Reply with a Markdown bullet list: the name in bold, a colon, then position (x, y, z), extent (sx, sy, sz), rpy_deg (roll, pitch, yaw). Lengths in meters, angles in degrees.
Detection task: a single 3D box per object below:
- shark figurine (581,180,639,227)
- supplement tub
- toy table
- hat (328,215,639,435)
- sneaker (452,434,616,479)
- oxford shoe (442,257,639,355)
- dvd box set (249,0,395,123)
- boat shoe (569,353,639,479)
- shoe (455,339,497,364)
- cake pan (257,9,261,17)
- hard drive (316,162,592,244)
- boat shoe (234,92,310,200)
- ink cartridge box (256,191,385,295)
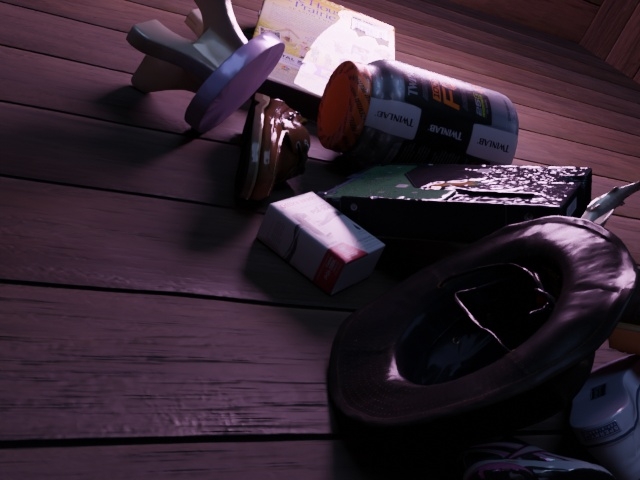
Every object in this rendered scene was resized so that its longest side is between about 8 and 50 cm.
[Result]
- **shark figurine**: position (0.498, -0.017, 1.311), extent (0.116, 0.278, 0.166), rpy_deg (55, -15, -21)
- **supplement tub**: position (0.167, -0.199, 1.298), extent (0.316, 0.193, 0.193), rpy_deg (10, 31, -24)
- **toy table**: position (-0.178, -0.294, 1.173), extent (0.161, 0.252, 0.274), rpy_deg (41, 17, -2)
- **hat**: position (0.176, 0.117, 0.773), extent (0.133, 0.331, 0.331), rpy_deg (60, 19, -22)
- **sneaker**: position (0.211, 0.226, 0.742), extent (0.178, 0.072, 0.077), rpy_deg (18, 18, -23)
- **oxford shoe**: position (0.320, 0.055, 0.959), extent (0.364, 0.132, 0.130), rpy_deg (13, 2, 25)
- **dvd box set**: position (0.005, -0.378, 1.537), extent (0.308, 0.062, 0.420), rpy_deg (18, 40, -11)
- **boat shoe**: position (0.347, 0.206, 0.875), extent (0.258, 0.095, 0.084), rpy_deg (-20, 82, -60)
- **shoe**: position (0.229, 0.128, 0.923), extent (0.178, 0.063, 0.081), rpy_deg (-2, 43, -32)
- **cake pan**: position (-0.015, -0.459, 1.749), extent (0.293, 0.054, 0.293), rpy_deg (18, 29, -10)
- **hard drive**: position (0.190, -0.056, 1.057), extent (0.339, 0.064, 0.237), rpy_deg (5, 19, 27)
- **boat shoe**: position (-0.063, -0.144, 1.116), extent (0.105, 0.110, 0.307), rpy_deg (17, 29, -11)
- **ink cartridge box**: position (0.000, 0.000, 0.975), extent (0.135, 0.056, 0.099), rpy_deg (37, 32, 22)
